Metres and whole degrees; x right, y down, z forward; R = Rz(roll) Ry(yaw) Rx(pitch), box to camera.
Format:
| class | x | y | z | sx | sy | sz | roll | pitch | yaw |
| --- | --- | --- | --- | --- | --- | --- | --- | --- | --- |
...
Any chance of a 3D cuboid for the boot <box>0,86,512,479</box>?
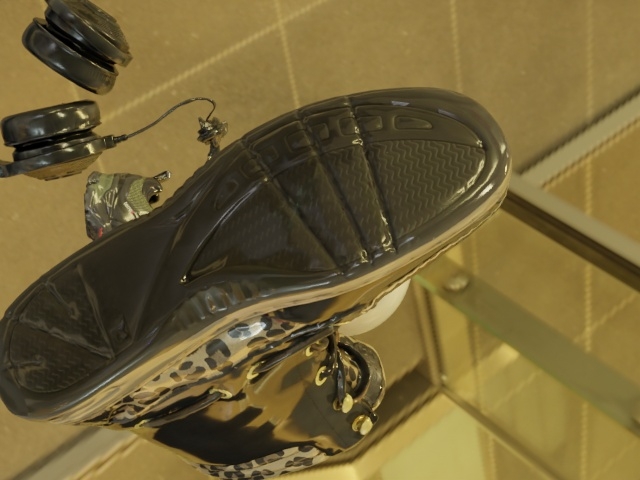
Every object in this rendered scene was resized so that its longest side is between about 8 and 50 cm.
| class | x | y | z | sx | sy | sz | roll | pitch | yaw |
| --- | --- | --- | --- | --- | --- | --- | --- | --- | --- |
| boot | -0.014 | 0.056 | 0.862 | 0.377 | 0.138 | 0.284 | -31 | 149 | 6 |

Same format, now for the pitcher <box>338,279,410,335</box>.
| class | x | y | z | sx | sy | sz | roll | pitch | yaw |
| --- | --- | --- | --- | --- | --- | --- | --- | --- | --- |
| pitcher | 0.000 | 0.000 | 1.058 | 0.178 | 0.125 | 0.207 | -4 | 143 | -6 |

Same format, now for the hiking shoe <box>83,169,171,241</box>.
| class | x | y | z | sx | sy | sz | roll | pitch | yaw |
| --- | --- | --- | --- | --- | --- | --- | --- | --- | --- |
| hiking shoe | -0.197 | 0.024 | 1.276 | 0.114 | 0.226 | 0.086 | -7 | 164 | -10 |

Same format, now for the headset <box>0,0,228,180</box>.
| class | x | y | z | sx | sy | sz | roll | pitch | yaw |
| --- | --- | --- | --- | --- | --- | --- | --- | --- | --- |
| headset | -0.311 | -0.186 | 1.454 | 0.394 | 0.185 | 0.243 | 15 | 98 | -2 |
